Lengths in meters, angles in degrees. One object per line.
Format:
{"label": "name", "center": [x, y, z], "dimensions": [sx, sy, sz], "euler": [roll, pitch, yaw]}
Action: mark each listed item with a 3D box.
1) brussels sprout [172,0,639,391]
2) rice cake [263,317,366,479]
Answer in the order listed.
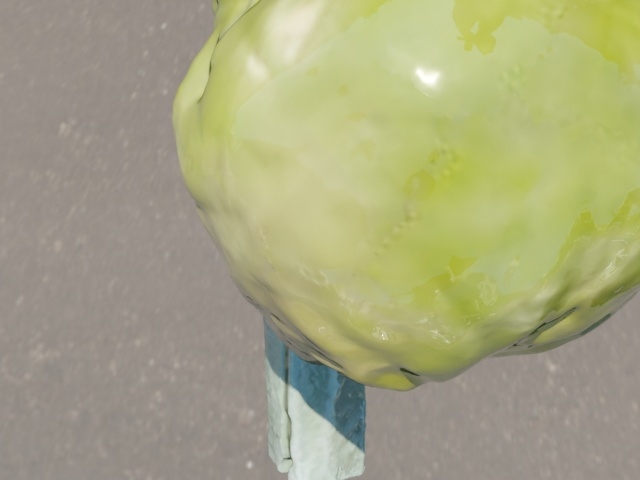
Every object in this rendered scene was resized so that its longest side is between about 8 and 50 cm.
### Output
{"label": "brussels sprout", "center": [0.062, -0.059, 0.754], "dimensions": [0.316, 0.242, 0.274], "euler": [-40, 149, 25]}
{"label": "rice cake", "center": [0.000, 0.000, 0.944], "dimensions": [0.066, 0.063, 0.336], "euler": [-11, 114, -27]}
